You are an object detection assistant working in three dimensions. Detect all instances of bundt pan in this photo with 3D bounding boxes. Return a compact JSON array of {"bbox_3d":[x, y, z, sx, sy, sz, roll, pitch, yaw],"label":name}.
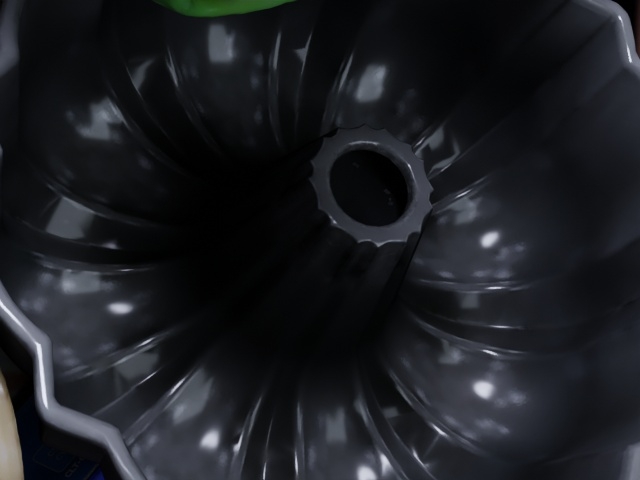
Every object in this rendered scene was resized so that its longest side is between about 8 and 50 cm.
[{"bbox_3d":[0.000,0.000,0.668,0.330,0.124,0.331,8,65,-19],"label":"bundt pan"}]

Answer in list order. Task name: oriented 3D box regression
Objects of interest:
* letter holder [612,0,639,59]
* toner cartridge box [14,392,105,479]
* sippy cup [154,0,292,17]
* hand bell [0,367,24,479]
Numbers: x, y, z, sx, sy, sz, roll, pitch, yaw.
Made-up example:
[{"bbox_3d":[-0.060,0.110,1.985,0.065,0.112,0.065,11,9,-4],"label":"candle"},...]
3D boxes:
[{"bbox_3d":[0.140,-0.068,0.866,0.214,0.152,0.302,-30,125,-33],"label":"letter holder"},{"bbox_3d":[-0.105,0.161,0.738,0.348,0.075,0.165,-50,133,-26],"label":"toner cartridge box"},{"bbox_3d":[0.020,-0.232,0.493,0.224,0.305,0.240,-36,100,-52],"label":"sippy cup"},{"bbox_3d":[-0.248,0.096,0.577,0.242,0.126,0.126,-11,113,-30],"label":"hand bell"}]
